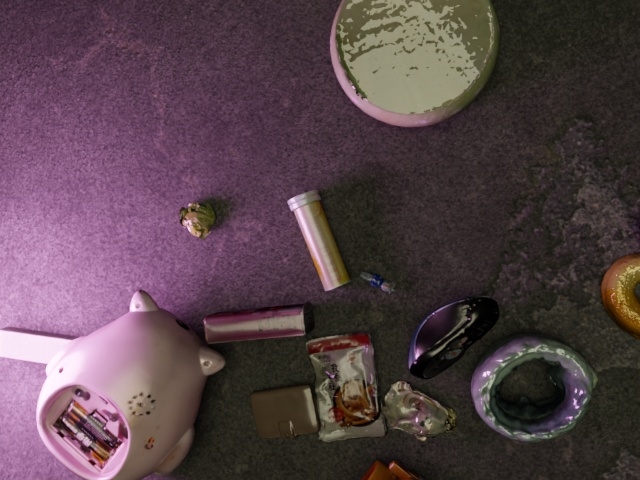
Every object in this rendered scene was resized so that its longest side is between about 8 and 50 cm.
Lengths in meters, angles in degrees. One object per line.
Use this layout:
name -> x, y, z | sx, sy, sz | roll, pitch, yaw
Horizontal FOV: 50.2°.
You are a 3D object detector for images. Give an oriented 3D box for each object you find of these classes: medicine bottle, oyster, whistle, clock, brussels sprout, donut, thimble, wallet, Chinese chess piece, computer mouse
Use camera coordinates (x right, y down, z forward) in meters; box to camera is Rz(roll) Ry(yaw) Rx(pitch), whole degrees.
medicine bottle -> 0.000, 0.000, 1.508 | 0.074, 0.074, 0.218 | -22, 89, 9
oyster -> 0.213, 0.381, 1.481 | 0.166, 0.053, 0.108 | 24, 68, 17
whistle -> 0.127, 0.089, 1.507 | 0.083, 0.029, 0.033 | 26, 58, 4
clock -> -0.417, 0.329, 1.487 | 0.368, 0.250, 0.376 | 39, 97, 7
brussels sprout -> -0.286, -0.051, 1.564 | 0.085, 0.058, 0.085 | -5, 75, 20
donut -> 0.673, 0.115, 1.390 | 0.174, 0.074, 0.190 | -34, 84, 9
thimble -> 0.430, 0.291, 1.383 | 0.250, 0.172, 0.204 | -15, 86, 11
wallet -> -0.078, 0.386, 1.535 | 0.153, 0.039, 0.117 | -10, 88, 16
Chinese chess piece -> 0.195, -0.412, 1.433 | 0.350, 0.146, 0.349 | 0, 90, 9
computer mouse -> 0.268, 0.192, 1.434 | 0.233, 0.137, 0.096 | -45, 63, 9
medicine bottle -> 0.182, 0.581, 1.456 | 0.222, 0.112, 0.149 | 37, 96, 7

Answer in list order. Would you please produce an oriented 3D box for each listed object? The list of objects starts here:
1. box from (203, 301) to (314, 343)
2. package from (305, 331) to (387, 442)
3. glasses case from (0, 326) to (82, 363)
box -> -0.133, 0.182, 1.506 | 0.224, 0.120, 0.068 | -7, 89, 11
package -> 0.056, 0.328, 1.518 | 0.154, 0.030, 0.239 | -9, 90, 12
glasses case -> -0.665, 0.254, 1.633 | 0.205, 0.047, 0.070 | 6, 95, 9
